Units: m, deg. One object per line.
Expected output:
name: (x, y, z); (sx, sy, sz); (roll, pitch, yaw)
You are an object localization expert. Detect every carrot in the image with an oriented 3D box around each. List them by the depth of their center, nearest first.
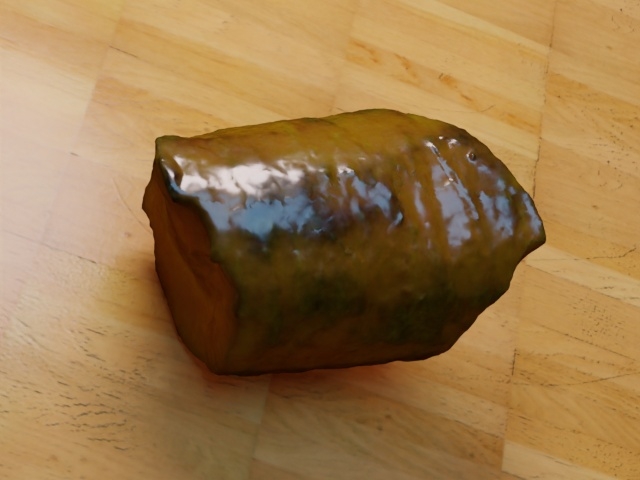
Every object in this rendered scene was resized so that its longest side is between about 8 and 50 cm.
carrot: (0.000, 0.000, 1.283); (0.341, 0.241, 0.241); (-4, 63, -23)
